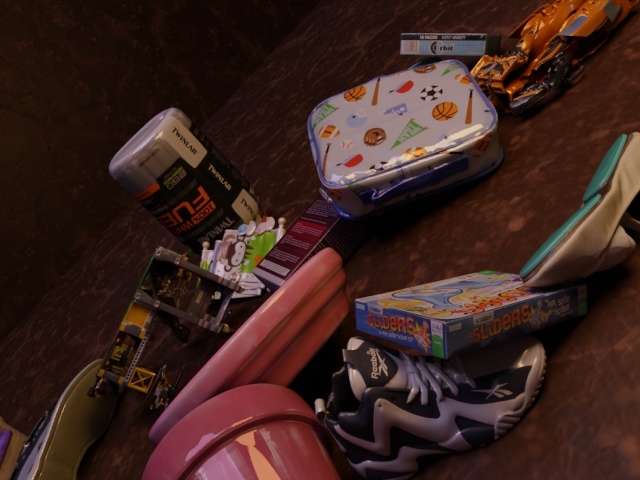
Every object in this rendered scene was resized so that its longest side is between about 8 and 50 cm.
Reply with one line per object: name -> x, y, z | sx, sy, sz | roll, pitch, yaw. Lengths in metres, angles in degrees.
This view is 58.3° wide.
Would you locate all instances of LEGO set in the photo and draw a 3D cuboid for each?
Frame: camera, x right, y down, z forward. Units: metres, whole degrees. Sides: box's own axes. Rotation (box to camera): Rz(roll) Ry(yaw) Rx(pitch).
LEGO set -> -0.276, 0.168, 1.093 | 0.255, 0.192, 0.331 | -31, 35, 66

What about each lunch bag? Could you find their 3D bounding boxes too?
lunch bag -> 0.127, -0.160, 0.935 | 0.303, 0.115, 0.243 | -20, 49, 8

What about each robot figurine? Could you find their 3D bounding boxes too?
robot figurine -> 0.373, -0.326, 0.975 | 0.291, 0.085, 0.211 | -43, 24, -1

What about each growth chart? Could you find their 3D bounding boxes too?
growth chart -> -0.164, 0.043, 1.156 | 0.237, 0.021, 0.172 | -13, 65, 33

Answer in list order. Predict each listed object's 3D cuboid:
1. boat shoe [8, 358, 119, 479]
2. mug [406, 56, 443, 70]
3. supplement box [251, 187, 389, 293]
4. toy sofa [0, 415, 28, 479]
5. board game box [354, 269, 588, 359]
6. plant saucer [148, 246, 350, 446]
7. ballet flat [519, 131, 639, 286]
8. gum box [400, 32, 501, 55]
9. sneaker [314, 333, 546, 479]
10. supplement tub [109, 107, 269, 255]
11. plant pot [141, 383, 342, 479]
boat shoe -> -0.498, 0.380, 1.090 | 0.113, 0.127, 0.340 | -15, 45, 25
mug -> 0.197, -0.277, 1.138 | 0.158, 0.097, 0.129 | -20, 34, 40
supplement box -> 0.000, 0.000, 1.021 | 0.239, 0.073, 0.130 | -49, 27, -13
toy sofa -> -0.721, 0.515, 1.143 | 0.150, 0.177, 0.362 | -42, 25, 3
board game box -> 0.156, 0.069, 0.595 | 0.201, 0.035, 0.136 | -9, 8, -32
plant saucer -> -0.073, 0.154, 0.751 | 0.332, 0.084, 0.332 | -47, -4, -5
ballet flat -> 0.305, -0.023, 0.604 | 0.248, 0.086, 0.086 | -46, 25, -23
gum box -> 0.257, -0.381, 1.114 | 0.157, 0.041, 0.184 | 9, 22, 22
sneaker -> 0.097, 0.139, 0.573 | 0.235, 0.153, 0.094 | -34, 29, 19
supplement tub -> -0.279, -0.109, 1.281 | 0.207, 0.338, 0.207 | -33, 27, 20
plant pot -> -0.051, 0.273, 0.558 | 0.201, 0.201, 0.180 | -46, 40, -6
